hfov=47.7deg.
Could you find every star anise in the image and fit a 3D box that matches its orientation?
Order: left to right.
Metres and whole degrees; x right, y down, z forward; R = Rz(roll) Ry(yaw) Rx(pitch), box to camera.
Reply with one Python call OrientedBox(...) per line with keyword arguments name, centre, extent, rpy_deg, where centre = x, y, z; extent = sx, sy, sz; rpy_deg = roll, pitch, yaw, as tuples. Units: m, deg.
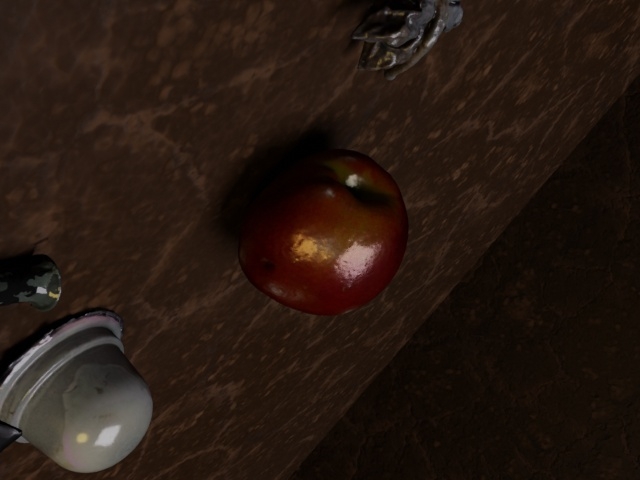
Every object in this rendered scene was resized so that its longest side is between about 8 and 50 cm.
OrientedBox(name="star anise", centre=(0.115, -0.270, 0.836), extent=(0.230, 0.081, 0.262), rpy_deg=(-45, 159, -31))

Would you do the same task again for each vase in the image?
OrientedBox(name="vase", centre=(-0.317, 0.049, 0.647), extent=(0.167, 0.059, 0.059), rpy_deg=(-11, 140, -56))

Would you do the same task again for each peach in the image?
OrientedBox(name="peach", centre=(0.000, 0.000, 0.951), extent=(0.244, 0.199, 0.243), rpy_deg=(-29, 156, -14))

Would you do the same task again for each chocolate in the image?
OrientedBox(name="chocolate", centre=(-0.285, 0.207, 0.875), extent=(0.221, 0.147, 0.221), rpy_deg=(-38, 162, -15))

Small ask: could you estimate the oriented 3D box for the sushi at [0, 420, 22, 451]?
OrientedBox(name="sushi", centre=(-0.405, 0.139, 0.616), extent=(0.134, 0.109, 0.273), rpy_deg=(-41, 144, -2))
